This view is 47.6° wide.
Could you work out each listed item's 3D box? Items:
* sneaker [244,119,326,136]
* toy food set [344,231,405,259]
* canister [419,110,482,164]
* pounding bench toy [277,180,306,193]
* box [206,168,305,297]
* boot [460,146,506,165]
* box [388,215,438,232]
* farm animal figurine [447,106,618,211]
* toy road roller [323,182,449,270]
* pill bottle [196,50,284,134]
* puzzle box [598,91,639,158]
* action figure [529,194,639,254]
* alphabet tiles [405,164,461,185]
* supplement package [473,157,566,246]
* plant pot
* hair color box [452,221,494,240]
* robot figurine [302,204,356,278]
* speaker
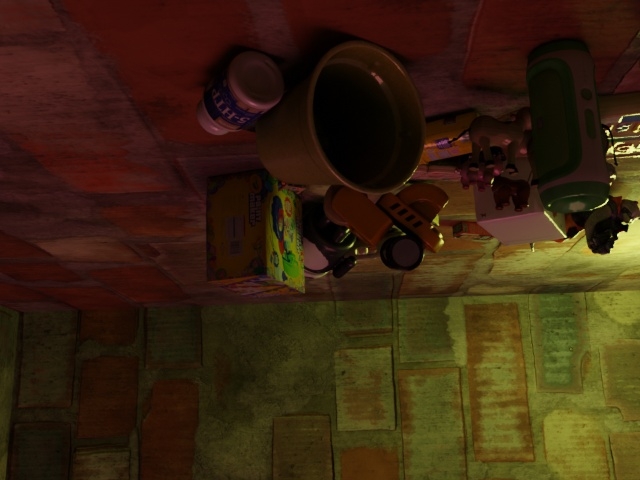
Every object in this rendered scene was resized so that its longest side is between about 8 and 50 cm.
[{"bbox_3d":[-0.066,-0.229,1.550,0.234,0.106,0.078,2,164,-14],"label":"sneaker"},{"bbox_3d":[0.198,0.025,2.410,0.220,0.092,0.306,-7,-174,23],"label":"toy food set"},{"bbox_3d":[0.286,-0.232,1.644,0.170,0.073,0.126,-10,164,24],"label":"canister"},{"bbox_3d":[-0.071,-0.162,1.903,0.065,0.052,0.083,7,163,-27],"label":"pounding bench toy"},{"bbox_3d":[-0.176,-0.008,2.012,0.177,0.289,0.279,-7,165,18],"label":"box"},{"bbox_3d":[0.407,-0.206,1.813,0.099,0.045,0.121,-5,165,-2],"label":"boot"},{"bbox_3d":[0.249,-0.065,2.289,0.232,0.058,0.087,-10,164,27],"label":"box"},{"bbox_3d":[0.461,-0.193,1.556,0.327,0.172,0.330,-3,164,20],"label":"farm animal figurine"},{"bbox_3d":[0.189,-0.081,1.934,0.329,0.240,0.202,39,178,0],"label":"toy road roller"},{"bbox_3d":[-0.160,-0.271,1.377,0.112,0.112,0.187,8,162,-32],"label":"pill bottle"},{"bbox_3d":[0.764,-0.259,1.629,0.409,0.052,0.272,-4,165,10],"label":"puzzle box"},{"bbox_3d":[0.788,-0.057,2.171,0.330,0.178,0.341,-12,-173,18],"label":"action figure"},{"bbox_3d":[0.243,-0.165,1.861,0.278,0.021,0.284,2,178,-6],"label":"alphabet tiles"},{"bbox_3d":[0.532,-0.107,1.930,0.175,0.177,0.293,-9,164,27],"label":"supplement package"},{"bbox_3d":[0.014,-0.211,1.386,0.276,0.276,0.254,10,171,-36],"label":"plant pot"},{"bbox_3d":[0.529,-0.031,2.471,0.141,0.043,0.072,4,165,-17],"label":"hair color box"},{"bbox_3d":[0.000,0.002,2.221,0.174,0.209,0.278,3,147,-32],"label":"robot figurine"},{"bbox_3d":[0.447,-0.206,1.321,0.131,0.296,0.131,-1,165,0],"label":"speaker"}]
